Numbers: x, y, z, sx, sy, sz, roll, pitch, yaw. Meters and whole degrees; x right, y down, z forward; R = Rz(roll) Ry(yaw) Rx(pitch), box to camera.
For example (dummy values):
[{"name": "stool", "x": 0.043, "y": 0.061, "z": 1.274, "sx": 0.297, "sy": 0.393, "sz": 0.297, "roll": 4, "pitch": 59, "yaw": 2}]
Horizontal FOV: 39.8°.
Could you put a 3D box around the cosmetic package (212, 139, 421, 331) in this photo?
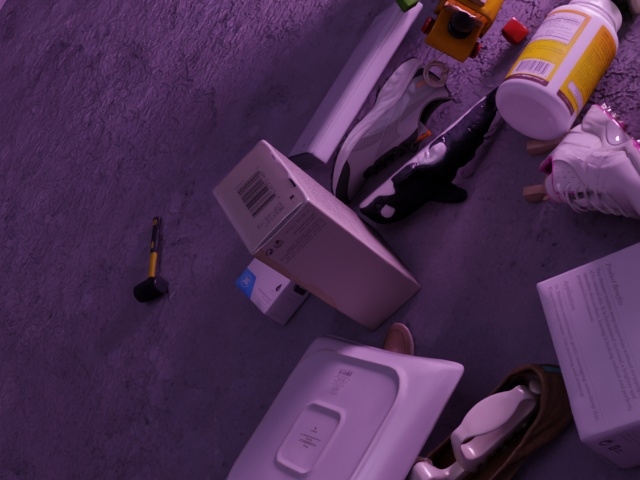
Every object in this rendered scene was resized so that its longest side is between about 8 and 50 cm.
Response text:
[{"name": "cosmetic package", "x": 0.000, "y": 0.000, "z": 1.302, "sx": 0.113, "sy": 0.309, "sz": 0.160, "roll": -44, "pitch": 46, "yaw": 9}]

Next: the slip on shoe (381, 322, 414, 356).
[{"name": "slip on shoe", "x": 0.104, "y": 0.183, "z": 1.302, "sx": 0.051, "sy": 0.041, "sz": 0.135, "roll": -4, "pitch": 64, "yaw": 36}]

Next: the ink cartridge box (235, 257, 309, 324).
[{"name": "ink cartridge box", "x": -0.049, "y": 0.038, "z": 1.489, "sx": 0.180, "sy": 0.060, "sz": 0.104, "roll": -52, "pitch": 46, "yaw": 2}]

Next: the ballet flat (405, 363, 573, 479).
[{"name": "ballet flat", "x": 0.187, "y": 0.281, "z": 1.126, "sx": 0.342, "sy": 0.124, "sz": 0.116, "roll": -46, "pitch": 46, "yaw": 8}]

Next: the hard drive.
[{"name": "hard drive", "x": 0.055, "y": -0.267, "z": 1.528, "sx": 0.308, "sy": 0.040, "sz": 0.203, "roll": -58, "pitch": 12, "yaw": -5}]

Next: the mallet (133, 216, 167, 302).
[{"name": "mallet", "x": -0.319, "y": 0.030, "z": 1.723, "sx": 0.062, "sy": 0.039, "sz": 0.190, "roll": -17, "pitch": 53, "yaw": 32}]

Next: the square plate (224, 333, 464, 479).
[{"name": "square plate", "x": -0.003, "y": 0.282, "z": 1.222, "sx": 0.347, "sy": 0.049, "sz": 0.344, "roll": 3, "pitch": 57, "yaw": 58}]

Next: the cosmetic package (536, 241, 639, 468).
[{"name": "cosmetic package", "x": 0.467, "y": 0.092, "z": 0.999, "sx": 0.384, "sy": 0.156, "sz": 0.217, "roll": -23, "pitch": 54, "yaw": 25}]

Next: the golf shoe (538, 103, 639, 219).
[{"name": "golf shoe", "x": 0.371, "y": -0.071, "z": 1.139, "sx": 0.140, "sy": 0.115, "sz": 0.306, "roll": -38, "pitch": 17, "yaw": 16}]

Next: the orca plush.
[{"name": "orca plush", "x": 0.199, "y": -0.109, "z": 1.389, "sx": 0.287, "sy": 0.102, "sz": 0.151, "roll": -41, "pitch": 2, "yaw": -2}]

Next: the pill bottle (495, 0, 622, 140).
[{"name": "pill bottle", "x": 0.353, "y": -0.258, "z": 1.286, "sx": 0.117, "sy": 0.117, "sz": 0.215, "roll": 18, "pitch": 64, "yaw": 42}]

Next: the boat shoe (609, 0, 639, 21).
[{"name": "boat shoe", "x": 0.470, "y": -0.508, "z": 1.348, "sx": 0.158, "sy": 0.127, "sz": 0.341, "roll": 27, "pitch": 84, "yaw": 36}]

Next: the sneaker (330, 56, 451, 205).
[{"name": "sneaker", "x": 0.110, "y": -0.167, "z": 1.460, "sx": 0.108, "sy": 0.100, "sz": 0.272, "roll": 38, "pitch": 100, "yaw": 13}]

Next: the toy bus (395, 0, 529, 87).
[{"name": "toy bus", "x": 0.235, "y": -0.371, "z": 1.392, "sx": 0.190, "sy": 0.104, "sz": 0.202, "roll": -18, "pitch": 84, "yaw": -9}]

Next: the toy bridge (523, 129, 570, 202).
[{"name": "toy bridge", "x": 0.340, "y": -0.141, "z": 1.314, "sx": 0.063, "sy": 0.026, "sz": 0.188, "roll": -8, "pitch": 60, "yaw": 33}]
